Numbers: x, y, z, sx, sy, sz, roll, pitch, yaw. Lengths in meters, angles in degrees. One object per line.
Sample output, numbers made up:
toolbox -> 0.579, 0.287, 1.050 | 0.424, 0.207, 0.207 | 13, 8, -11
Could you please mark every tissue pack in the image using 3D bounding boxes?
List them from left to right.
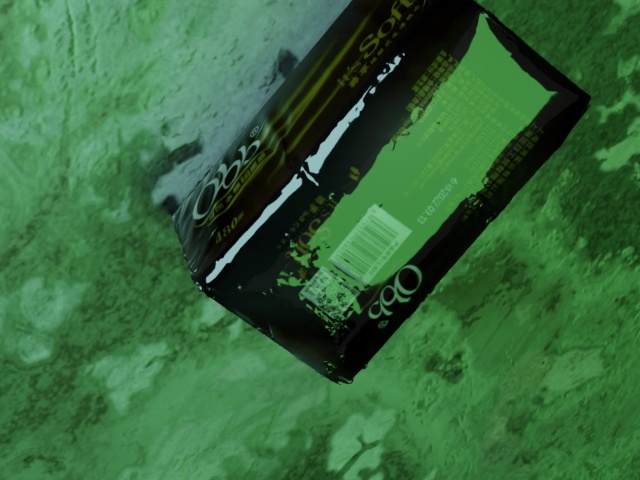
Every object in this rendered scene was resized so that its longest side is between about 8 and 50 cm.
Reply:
tissue pack -> 0.051, -0.063, 1.619 | 0.210, 0.198, 0.370 | 37, 99, -28
